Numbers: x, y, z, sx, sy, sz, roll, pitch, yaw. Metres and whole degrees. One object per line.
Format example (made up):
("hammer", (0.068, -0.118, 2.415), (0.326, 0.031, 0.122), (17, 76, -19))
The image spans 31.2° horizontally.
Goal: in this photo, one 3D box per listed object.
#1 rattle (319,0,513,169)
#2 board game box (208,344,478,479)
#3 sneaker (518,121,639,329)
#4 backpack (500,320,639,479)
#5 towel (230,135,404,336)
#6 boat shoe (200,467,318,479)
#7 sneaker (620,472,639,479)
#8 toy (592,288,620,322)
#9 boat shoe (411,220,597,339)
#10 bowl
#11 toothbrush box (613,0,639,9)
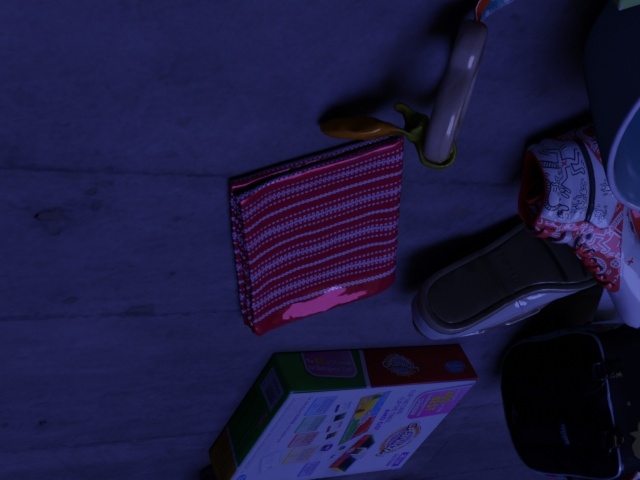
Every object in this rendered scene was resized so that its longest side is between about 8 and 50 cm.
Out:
("rattle", (0.100, -0.179, 1.113), (0.130, 0.143, 0.199), (-37, 146, -49))
("board game box", (0.032, 0.248, 1.616), (0.317, 0.064, 0.242), (1, 138, -34))
("sneaker", (0.312, -0.005, 1.355), (0.145, 0.090, 0.270), (-15, 112, -10))
("backpack", (0.382, 0.231, 1.659), (0.191, 0.225, 0.253), (-5, 172, -34))
("towel", (0.000, 0.000, 1.291), (0.199, 0.031, 0.274), (-18, 145, -12))
("boat shoe", (-0.042, 0.385, 1.720), (0.306, 0.105, 0.113), (7, 139, -30))
("sneaker", (0.644, 0.460, 2.302), (0.221, 0.087, 0.128), (-12, 154, 1))
("toy", (0.453, 0.009, 1.569), (0.137, 0.056, 0.237), (-5, 136, -11))
("boat shoe", (0.250, 0.042, 1.455), (0.302, 0.113, 0.103), (-18, 166, -15))
("bowl", (0.394, -0.188, 1.171), (0.312, 0.163, 0.311), (-18, 145, -13))
("toothbrush box", (0.326, -0.354, 0.933), (0.206, 0.122, 0.283), (-18, 144, -10))
